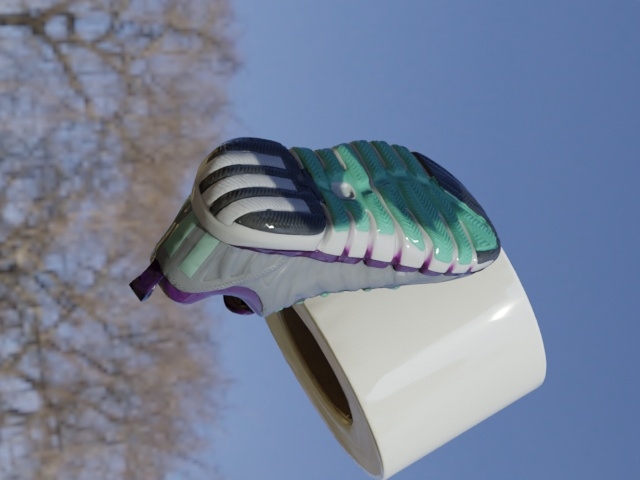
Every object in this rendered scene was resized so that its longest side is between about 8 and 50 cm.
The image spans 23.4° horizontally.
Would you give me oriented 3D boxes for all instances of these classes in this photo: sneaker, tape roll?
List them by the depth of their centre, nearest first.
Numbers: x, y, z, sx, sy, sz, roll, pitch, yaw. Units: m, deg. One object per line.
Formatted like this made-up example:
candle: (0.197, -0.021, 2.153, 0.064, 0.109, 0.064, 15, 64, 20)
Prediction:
sneaker: (0.000, 0.000, 0.839, 0.098, 0.223, 0.083, -44, -124, 32)
tape roll: (0.061, 0.064, 1.351, 0.246, 0.169, 0.246, 57, -12, 18)
